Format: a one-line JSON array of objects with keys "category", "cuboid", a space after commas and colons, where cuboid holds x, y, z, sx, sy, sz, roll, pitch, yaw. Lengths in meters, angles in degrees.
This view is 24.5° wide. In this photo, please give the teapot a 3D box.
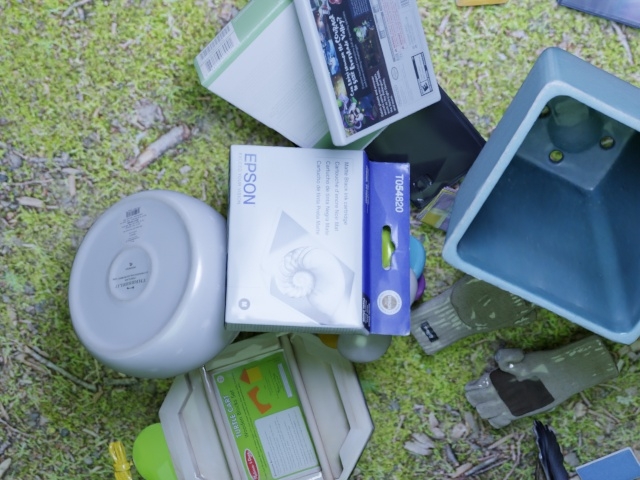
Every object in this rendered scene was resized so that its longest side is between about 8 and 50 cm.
[{"category": "teapot", "cuboid": [-0.183, 0.068, 1.855, 0.252, 0.256, 0.187, -56, 142, 6]}]

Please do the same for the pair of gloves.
[{"category": "pair of gloves", "cuboid": [0.251, 0.132, 1.935, 0.204, 0.042, 0.240, -32, 110, 24]}]

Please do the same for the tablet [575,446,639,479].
[{"category": "tablet", "cuboid": [0.402, 0.320, 2.046, 0.083, 0.006, 0.054, -25, 114, 18]}]

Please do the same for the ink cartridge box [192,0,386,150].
[{"category": "ink cartridge box", "cuboid": [-0.007, -0.200, 1.734, 0.171, 0.056, 0.235, -44, 132, 19]}]

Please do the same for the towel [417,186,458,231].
[{"category": "towel", "cuboid": [0.167, -0.033, 1.850, 0.083, 0.009, 0.060, 23, 120, -33]}]

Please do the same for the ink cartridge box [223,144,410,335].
[{"category": "ink cartridge box", "cuboid": [0.000, 0.000, 1.741, 0.224, 0.045, 0.223, 2, 75, -7]}]

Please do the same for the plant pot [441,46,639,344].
[{"category": "plant pot", "cuboid": [0.301, -0.083, 1.690, 0.248, 0.252, 0.247, 25, 119, -9]}]

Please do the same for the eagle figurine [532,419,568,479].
[{"category": "eagle figurine", "cuboid": [0.317, 0.414, 1.961, 0.298, 0.226, 0.225, 41, 116, 5]}]

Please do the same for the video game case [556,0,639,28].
[{"category": "video game case", "cuboid": [0.432, -0.321, 1.678, 0.274, 0.026, 0.196, 17, 119, -4]}]

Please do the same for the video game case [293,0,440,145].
[{"category": "video game case", "cuboid": [0.054, -0.223, 1.673, 0.022, 0.173, 0.190, 0, 111, 47]}]

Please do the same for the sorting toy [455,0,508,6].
[{"category": "sorting toy", "cuboid": [0.164, -0.417, 1.633, 0.196, 0.047, 0.347, -14, 117, 12]}]

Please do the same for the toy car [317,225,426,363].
[{"category": "toy car", "cuboid": [0.069, 0.058, 1.865, 0.136, 0.159, 0.182, 1, 128, -37]}]

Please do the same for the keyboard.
[{"category": "keyboard", "cuboid": [0.039, -0.162, 1.796, 0.201, 0.033, 0.317, -37, 109, 16]}]

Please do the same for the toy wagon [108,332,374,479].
[{"category": "toy wagon", "cuboid": [-0.110, 0.245, 1.940, 0.344, 0.068, 0.267, -19, 83, 10]}]
